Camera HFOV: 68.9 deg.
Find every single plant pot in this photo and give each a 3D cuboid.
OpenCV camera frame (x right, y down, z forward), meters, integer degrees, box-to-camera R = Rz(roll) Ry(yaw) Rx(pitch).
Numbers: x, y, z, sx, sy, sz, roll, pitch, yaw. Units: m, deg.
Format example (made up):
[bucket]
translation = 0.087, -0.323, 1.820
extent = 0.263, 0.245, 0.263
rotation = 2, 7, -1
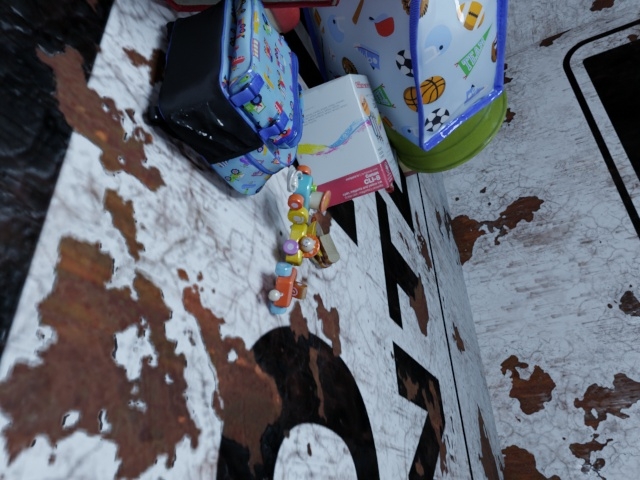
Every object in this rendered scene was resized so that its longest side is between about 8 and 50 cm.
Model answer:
[plant pot]
translation = 0.286, -0.441, 1.327
extent = 0.353, 0.366, 0.367
rotation = 35, 42, -42

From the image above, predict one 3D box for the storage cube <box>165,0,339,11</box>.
[storage cube]
translation = -0.074, -0.330, 0.399
extent = 0.215, 0.183, 0.193
rotation = -66, 155, -82

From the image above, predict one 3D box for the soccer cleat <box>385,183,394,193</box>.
[soccer cleat]
translation = 0.175, -0.162, 1.239
extent = 0.036, 0.029, 0.083
rotation = -96, 162, -45

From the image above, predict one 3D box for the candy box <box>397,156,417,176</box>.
[candy box]
translation = 0.349, -0.386, 1.606
extent = 0.087, 0.182, 0.317
rotation = 47, 34, -48

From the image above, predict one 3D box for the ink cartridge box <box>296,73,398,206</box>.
[ink cartridge box]
translation = 0.033, -0.161, 0.750
extent = 0.176, 0.127, 0.128
rotation = 69, 22, -11

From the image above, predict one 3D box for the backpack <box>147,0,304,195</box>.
[backpack]
translation = -0.075, -0.138, 0.488
extent = 0.173, 0.116, 0.158
rotation = 48, 33, -51

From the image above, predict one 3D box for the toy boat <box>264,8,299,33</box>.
[toy boat]
translation = -0.055, -0.412, 0.674
extent = 0.151, 0.151, 0.231
rotation = 48, 33, -48

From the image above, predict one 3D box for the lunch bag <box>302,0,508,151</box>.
[lunch bag]
translation = 0.125, -0.404, 0.762
extent = 0.328, 0.239, 0.385
rotation = 43, -12, 38

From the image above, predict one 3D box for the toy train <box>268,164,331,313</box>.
[toy train]
translation = -0.021, -0.003, 0.541
extent = 0.125, 0.046, 0.167
rotation = -71, 171, -76

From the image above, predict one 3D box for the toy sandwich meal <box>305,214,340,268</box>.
[toy sandwich meal]
translation = 0.000, 0.000, 0.689
extent = 0.085, 0.029, 0.086
rotation = 49, 33, -47
